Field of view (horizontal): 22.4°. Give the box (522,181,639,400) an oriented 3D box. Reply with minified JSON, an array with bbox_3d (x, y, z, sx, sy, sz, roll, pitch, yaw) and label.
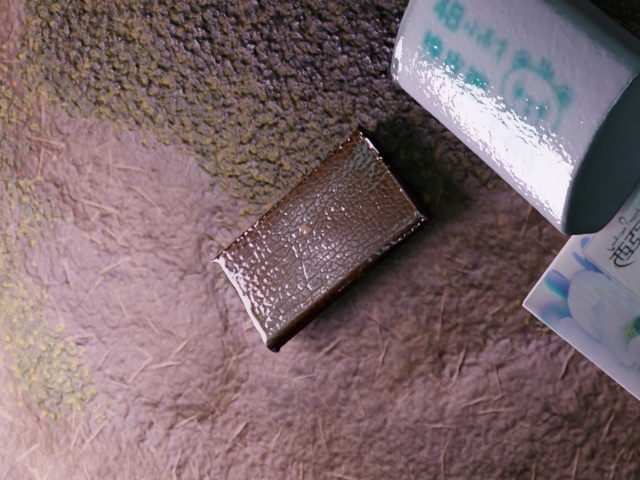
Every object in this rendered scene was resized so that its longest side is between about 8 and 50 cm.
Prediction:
[{"bbox_3d":[0.365,0.017,1.584,0.203,0.116,0.274,41,110,16],"label":"box"}]

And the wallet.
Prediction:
[{"bbox_3d":[0.000,0.000,1.789,0.243,0.039,0.133,-42,73,22],"label":"wallet"}]

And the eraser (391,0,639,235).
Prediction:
[{"bbox_3d":[0.201,-0.160,1.578,0.290,0.104,0.189,47,123,39],"label":"eraser"}]
